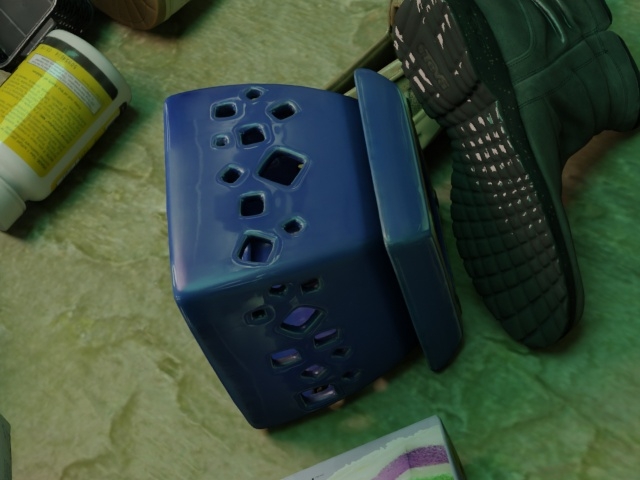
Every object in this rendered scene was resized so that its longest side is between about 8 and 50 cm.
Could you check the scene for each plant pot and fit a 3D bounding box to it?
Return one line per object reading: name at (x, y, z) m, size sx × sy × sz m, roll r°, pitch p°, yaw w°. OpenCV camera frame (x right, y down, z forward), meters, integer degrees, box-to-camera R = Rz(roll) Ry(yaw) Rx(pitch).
plant pot at (0.000, 0.000, 1.164) m, size 0.212 × 0.236 × 0.236 m, roll -13°, pitch 52°, yaw 7°

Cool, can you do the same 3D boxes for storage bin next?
storage bin at (-0.373, -0.289, 1.568) m, size 0.122 × 0.084 × 0.180 m, roll -48°, pitch 70°, yaw 11°

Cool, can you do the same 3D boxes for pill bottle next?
pill bottle at (-0.315, -0.119, 1.450) m, size 0.119 × 0.119 × 0.208 m, roll 26°, pitch 69°, yaw 35°

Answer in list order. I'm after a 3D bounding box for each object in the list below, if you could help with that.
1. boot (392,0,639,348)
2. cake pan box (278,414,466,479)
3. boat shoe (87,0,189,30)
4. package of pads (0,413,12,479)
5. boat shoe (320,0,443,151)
boot at (0.216, -0.089, 1.184) m, size 0.223 × 0.338 × 0.118 m, roll -15°, pitch -1°, yaw -36°
cake pan box at (0.002, 0.273, 1.016) m, size 0.267 × 0.070 × 0.245 m, roll -23°, pitch 26°, yaw 8°
boat shoe at (-0.258, -0.339, 1.600) m, size 0.098 × 0.109 × 0.302 m, roll -32°, pitch 43°, yaw -33°
package of pads at (-0.401, 0.266, 1.108) m, size 0.297 × 0.101 × 0.229 m, roll -18°, pitch 51°, yaw 6°
boat shoe at (0.123, -0.208, 1.306) m, size 0.341 × 0.110 × 0.122 m, roll -49°, pitch 25°, yaw -13°
